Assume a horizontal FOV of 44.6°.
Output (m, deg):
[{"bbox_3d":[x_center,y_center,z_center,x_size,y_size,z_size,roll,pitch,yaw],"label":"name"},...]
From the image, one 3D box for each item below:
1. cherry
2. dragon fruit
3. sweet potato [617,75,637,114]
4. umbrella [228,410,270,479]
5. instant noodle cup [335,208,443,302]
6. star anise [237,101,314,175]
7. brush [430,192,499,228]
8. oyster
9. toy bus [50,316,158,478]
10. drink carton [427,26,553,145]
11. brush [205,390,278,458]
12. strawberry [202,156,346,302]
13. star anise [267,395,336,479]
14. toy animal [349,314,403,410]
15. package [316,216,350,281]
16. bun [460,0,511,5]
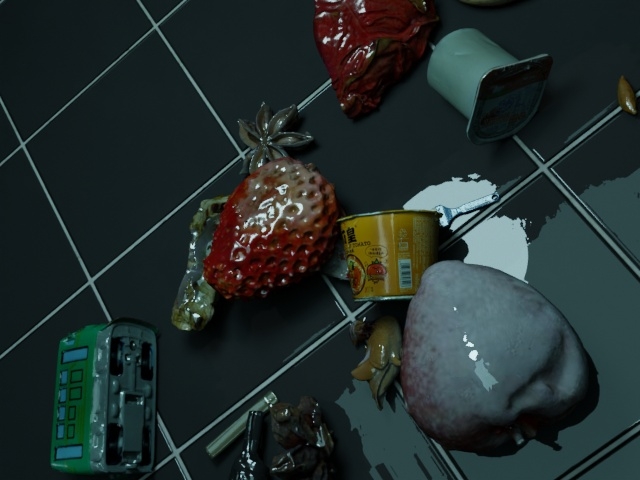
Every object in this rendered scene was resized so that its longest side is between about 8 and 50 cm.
[{"bbox_3d":[0.302,0.205,1.379,0.327,0.291,0.334,-3,71,28],"label":"cherry"},{"bbox_3d":[0.109,-0.436,1.752,0.303,0.240,0.330,5,99,-3],"label":"dragon fruit"},{"bbox_3d":[0.604,-0.285,1.542,0.034,0.034,0.095,-14,59,19],"label":"sweet potato"},{"bbox_3d":[-0.156,0.518,1.591,0.118,0.118,0.339,-3,69,23],"label":"umbrella"},{"bbox_3d":[0.143,0.035,1.555,0.216,0.216,0.172,-6,83,22],"label":"instant noodle cup"},{"bbox_3d":[-0.103,-0.224,1.807,0.197,0.073,0.212,-9,74,25],"label":"star anise"},{"bbox_3d":[0.292,-0.064,1.620,0.164,0.014,0.051,-20,69,16],"label":"brush"},{"bbox_3d":[-0.249,0.047,1.759,0.198,0.133,0.336,12,75,34],"label":"oyster"},{"bbox_3d":[-0.483,0.355,1.739,0.200,0.184,0.343,-11,69,26],"label":"toy bus"},{"bbox_3d":[0.322,-0.322,1.590,0.186,0.191,0.189,-24,51,-26],"label":"drink carton"},{"bbox_3d":[-0.166,0.396,1.677,0.190,0.027,0.034,-42,67,-1],"label":"brush"},{"bbox_3d":[-0.107,-0.029,1.622,0.265,0.149,0.336,36,69,16],"label":"strawberry"},{"bbox_3d":[-0.027,0.404,1.511,0.099,0.214,0.219,-23,86,20],"label":"star anise"},{"bbox_3d":[0.112,0.241,1.575,0.179,0.089,0.188,9,78,42],"label":"toy animal"},{"bbox_3d":[0.000,0.000,1.718,0.239,0.030,0.154,12,78,27],"label":"package"},{"bbox_3d":[0.374,-0.663,1.681,0.299,0.165,0.298,-6,74,21],"label":"bun"}]
